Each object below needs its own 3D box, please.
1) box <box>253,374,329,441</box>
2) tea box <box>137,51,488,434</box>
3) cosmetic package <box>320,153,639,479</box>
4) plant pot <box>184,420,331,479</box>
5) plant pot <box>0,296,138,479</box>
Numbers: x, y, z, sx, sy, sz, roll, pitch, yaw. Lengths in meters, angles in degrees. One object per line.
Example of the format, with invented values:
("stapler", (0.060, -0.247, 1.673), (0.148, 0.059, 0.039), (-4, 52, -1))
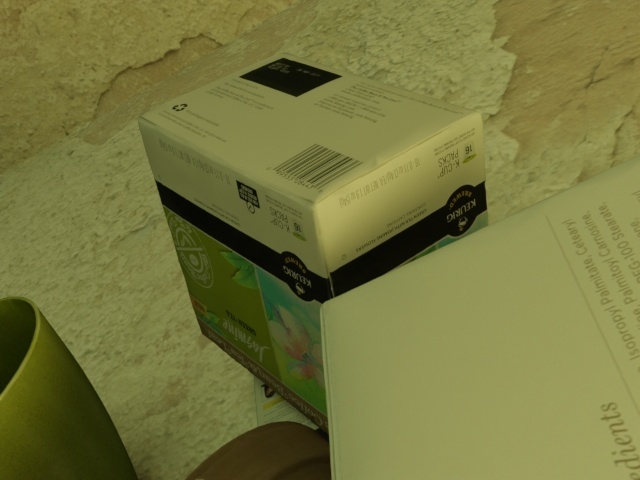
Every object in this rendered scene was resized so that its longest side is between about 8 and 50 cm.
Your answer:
("box", (-0.024, 0.195, 1.075), (0.100, 0.060, 0.244), (-28, 32, 11))
("tea box", (0.000, 0.000, 0.981), (0.220, 0.324, 0.329), (-31, 37, -27))
("cosmetic package", (0.249, 0.170, 0.597), (0.393, 0.329, 0.327), (-26, 34, 14))
("plant pot", (-0.005, 0.326, 0.748), (0.229, 0.263, 0.263), (29, 67, 35))
("plant pot", (-0.366, 0.269, 1.079), (0.274, 0.294, 0.275), (-24, 33, 17))
